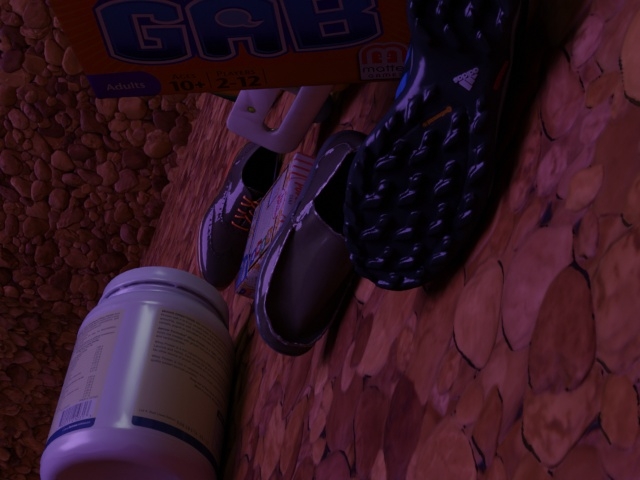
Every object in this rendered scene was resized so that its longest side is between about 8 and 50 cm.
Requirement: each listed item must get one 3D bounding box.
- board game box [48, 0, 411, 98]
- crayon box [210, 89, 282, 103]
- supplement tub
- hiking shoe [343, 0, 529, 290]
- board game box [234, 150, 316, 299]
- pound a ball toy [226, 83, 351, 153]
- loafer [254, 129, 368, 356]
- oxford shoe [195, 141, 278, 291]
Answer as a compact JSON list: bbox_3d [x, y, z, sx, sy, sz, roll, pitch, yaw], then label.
[{"bbox_3d":[-0.085,-0.398,0.968,0.356,0.356,0.357,79,-171,-60],"label":"board game box"},{"bbox_3d":[-0.133,-0.344,1.809,0.278,0.165,0.081,145,141,-68],"label":"crayon box"},{"bbox_3d":[-0.246,0.221,1.374,0.325,0.235,0.235,-85,20,-45],"label":"supplement tub"},{"bbox_3d":[0.108,-0.102,0.774,0.132,0.113,0.304,-29,-41,-64],"label":"hiking shoe"},{"bbox_3d":[-0.060,-0.016,1.360,0.193,0.045,0.147,133,152,-60],"label":"board game box"},{"bbox_3d":[0.000,-0.286,1.300,0.319,0.135,0.208,127,162,-54],"label":"pound a ball toy"},{"bbox_3d":[0.000,0.000,1.007,0.087,0.094,0.251,-175,103,-80],"label":"loafer"},{"bbox_3d":[-0.137,-0.048,1.604,0.098,0.096,0.271,-16,56,66],"label":"oxford shoe"}]
